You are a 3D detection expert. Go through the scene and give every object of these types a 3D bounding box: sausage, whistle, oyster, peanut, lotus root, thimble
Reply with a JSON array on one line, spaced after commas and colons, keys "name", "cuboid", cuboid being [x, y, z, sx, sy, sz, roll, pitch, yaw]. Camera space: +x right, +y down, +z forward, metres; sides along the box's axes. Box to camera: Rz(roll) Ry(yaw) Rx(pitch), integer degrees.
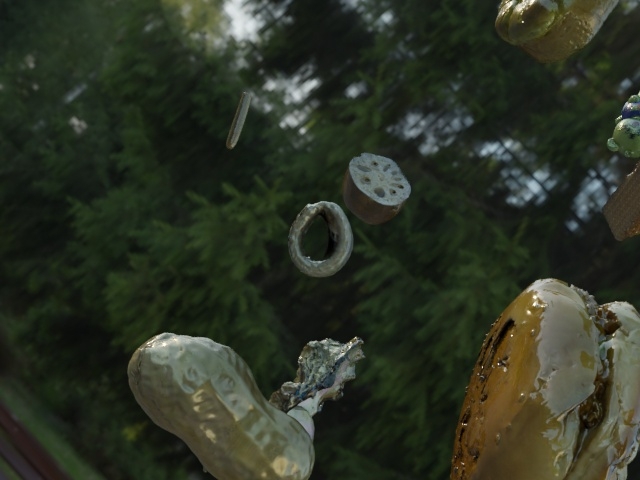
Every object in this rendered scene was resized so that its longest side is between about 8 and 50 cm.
[{"name": "sausage", "cuboid": [-0.171, -0.251, 2.478, 0.024, 0.132, 0.024, 13, -22, 5]}, {"name": "whistle", "cuboid": [0.714, -0.268, 2.634, 0.105, 0.227, 0.085, 14, -33, 22]}, {"name": "oyster", "cuboid": [-0.014, 0.243, 1.877, 0.092, 0.259, 0.198, 31, -56, 13]}, {"name": "peanut", "cuboid": [-0.129, 0.241, 1.611, 0.313, 0.149, 0.149, 47, -9, -16]}, {"name": "lotus root", "cuboid": [0.094, -0.093, 2.166, 0.081, 0.112, 0.122, -50, -120, 42]}, {"name": "thimble", "cuboid": [0.000, 0.000, 1.855, 0.090, 0.102, 0.115, 52, 34, -84]}]

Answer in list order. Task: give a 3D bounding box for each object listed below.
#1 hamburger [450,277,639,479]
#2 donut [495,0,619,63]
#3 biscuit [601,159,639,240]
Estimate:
[{"name": "hamburger", "cuboid": [0.257, 0.213, 1.384, 0.174, 0.304, 0.284, 23, -39, -2]}, {"name": "donut", "cuboid": [0.412, -0.421, 1.987, 0.128, 0.261, 0.208, 39, -4, -20]}, {"name": "biscuit", "cuboid": [0.656, -0.123, 2.311, 0.379, 0.054, 0.094, 108, -31, -60]}]
